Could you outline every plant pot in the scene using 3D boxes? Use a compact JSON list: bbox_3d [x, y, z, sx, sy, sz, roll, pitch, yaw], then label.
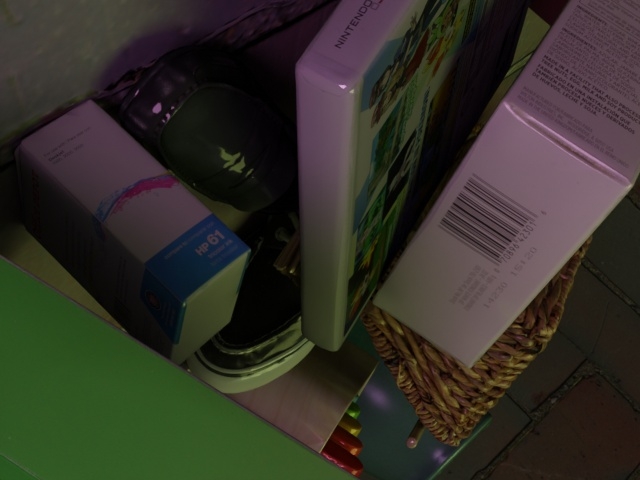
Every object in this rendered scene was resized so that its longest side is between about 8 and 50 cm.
[{"bbox_3d":[0.113,0.250,1.596,0.271,0.255,0.271,-41,166,-13],"label":"plant pot"}]

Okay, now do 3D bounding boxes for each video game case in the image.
[{"bbox_3d":[0.073,-0.112,0.658,0.300,0.036,0.329,-57,167,-24],"label":"video game case"}]

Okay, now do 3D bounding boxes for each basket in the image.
[{"bbox_3d":[0.151,0.036,1.150,0.299,0.213,0.223,-53,173,-49],"label":"basket"}]

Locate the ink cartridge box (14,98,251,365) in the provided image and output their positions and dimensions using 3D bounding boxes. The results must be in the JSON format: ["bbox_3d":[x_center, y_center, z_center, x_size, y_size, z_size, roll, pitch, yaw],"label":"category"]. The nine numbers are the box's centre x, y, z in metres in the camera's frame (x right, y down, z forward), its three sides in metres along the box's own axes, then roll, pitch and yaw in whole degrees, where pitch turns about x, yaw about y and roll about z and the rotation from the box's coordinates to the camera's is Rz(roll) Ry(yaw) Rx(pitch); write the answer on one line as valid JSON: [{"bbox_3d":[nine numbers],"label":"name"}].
[{"bbox_3d":[-0.101,-0.002,0.548,0.052,0.122,0.088,-41,167,-30],"label":"ink cartridge box"}]

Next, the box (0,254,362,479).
[{"bbox_3d":[-0.118,0.103,0.465,0.127,0.262,0.231,-58,168,-12],"label":"box"}]

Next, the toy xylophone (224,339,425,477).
[{"bbox_3d":[0.008,0.174,1.151,0.081,0.236,0.322,-60,165,10],"label":"toy xylophone"}]

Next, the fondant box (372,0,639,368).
[{"bbox_3d":[0.184,-0.094,0.776,0.330,0.096,0.238,-52,174,-38],"label":"fondant box"}]

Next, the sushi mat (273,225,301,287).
[{"bbox_3d":[0.061,-0.102,0.752,0.316,0.019,0.151,-61,166,-8],"label":"sushi mat"}]

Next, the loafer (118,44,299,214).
[{"bbox_3d":[-0.048,-0.058,0.623,0.076,0.078,0.223,-47,166,6],"label":"loafer"}]

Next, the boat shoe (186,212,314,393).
[{"bbox_3d":[0.000,0.000,0.873,0.301,0.108,0.102,-43,165,-23],"label":"boat shoe"}]

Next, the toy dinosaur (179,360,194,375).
[{"bbox_3d":[-0.162,0.226,0.944,0.218,0.164,0.322,-74,166,-56],"label":"toy dinosaur"}]

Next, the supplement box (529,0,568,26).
[{"bbox_3d":[0.252,-0.245,1.017,0.083,0.043,0.055,-31,160,-47],"label":"supplement box"}]
